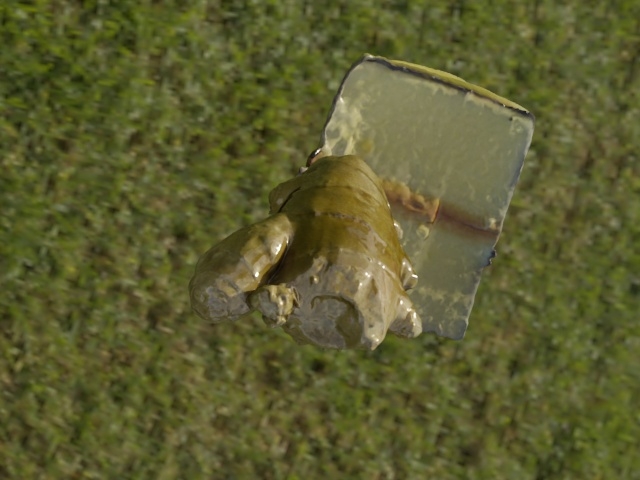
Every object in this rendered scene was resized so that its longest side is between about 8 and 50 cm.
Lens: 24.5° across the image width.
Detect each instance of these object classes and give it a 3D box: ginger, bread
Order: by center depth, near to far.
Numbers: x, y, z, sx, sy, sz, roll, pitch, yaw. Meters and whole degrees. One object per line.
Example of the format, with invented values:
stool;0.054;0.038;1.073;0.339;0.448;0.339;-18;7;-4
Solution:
ginger;0.009;0.006;0.870;0.205;0.115;0.081;-48;135;-56
bread;0.071;-0.035;1.335;0.178;0.135;0.240;4;109;-53
